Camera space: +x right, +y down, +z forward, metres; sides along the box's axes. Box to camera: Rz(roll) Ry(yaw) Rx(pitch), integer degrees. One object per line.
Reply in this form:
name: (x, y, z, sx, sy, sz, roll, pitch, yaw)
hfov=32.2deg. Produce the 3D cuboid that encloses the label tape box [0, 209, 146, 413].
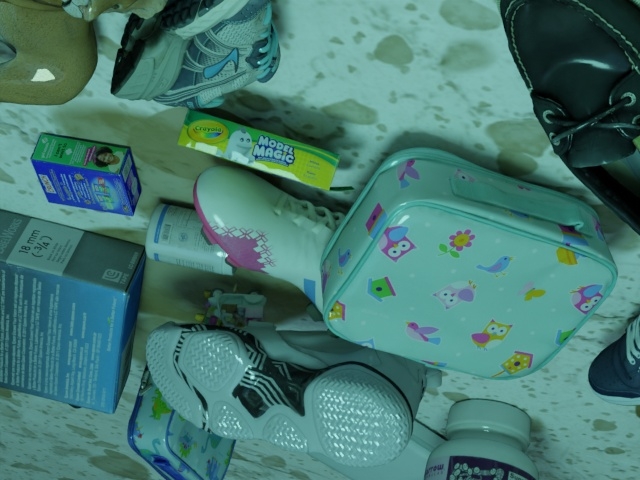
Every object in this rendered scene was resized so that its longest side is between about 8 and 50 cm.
label tape box: (-0.414, 0.083, 1.471, 0.334, 0.106, 0.240, 14, 129, -2)

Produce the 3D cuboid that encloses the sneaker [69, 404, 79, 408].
sneaker: (-0.388, 0.164, 1.686, 0.145, 0.090, 0.270, 24, 145, -15)

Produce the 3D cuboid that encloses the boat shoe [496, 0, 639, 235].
boat shoe: (0.250, -0.099, 0.949, 0.127, 0.113, 0.340, -7, 144, 33)

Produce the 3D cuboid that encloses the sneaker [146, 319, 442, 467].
sneaker: (-0.028, 0.165, 1.405, 0.366, 0.210, 0.137, 13, 111, 23)

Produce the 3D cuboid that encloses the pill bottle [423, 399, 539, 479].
pill bottle: (0.226, 0.391, 1.600, 0.169, 0.301, 0.169, 10, 150, 6)

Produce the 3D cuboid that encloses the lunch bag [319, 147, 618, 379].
lunch bag: (0.156, 0.027, 1.153, 0.279, 0.108, 0.224, 16, 127, -20)

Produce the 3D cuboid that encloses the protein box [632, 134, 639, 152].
protein box: (0.388, -0.038, 0.839, 0.201, 0.200, 0.136, -35, 131, 14)

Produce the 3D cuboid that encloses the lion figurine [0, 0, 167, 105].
lion figurine: (-0.254, -0.207, 0.986, 0.240, 0.142, 0.392, 11, 165, -11)

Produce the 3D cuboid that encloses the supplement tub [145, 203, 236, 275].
supplement tub: (-0.149, -0.001, 1.323, 0.107, 0.071, 0.071, 12, 150, 3)

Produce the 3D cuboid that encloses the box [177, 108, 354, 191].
box: (-0.051, -0.088, 1.118, 0.179, 0.043, 0.105, 19, -177, -6)

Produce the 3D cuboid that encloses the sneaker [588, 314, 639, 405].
sneaker: (0.383, 0.095, 1.235, 0.153, 0.099, 0.282, 27, 141, -31)

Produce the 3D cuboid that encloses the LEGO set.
LEGO set: (-0.123, 0.172, 1.567, 0.132, 0.107, 0.287, 6, 149, 13)

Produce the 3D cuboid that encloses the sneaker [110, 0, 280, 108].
sneaker: (-0.079, -0.195, 0.960, 0.122, 0.110, 0.283, 15, 159, -26)

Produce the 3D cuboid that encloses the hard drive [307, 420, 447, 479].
hard drive: (0.065, 0.324, 1.809, 0.233, 0.047, 0.353, -17, 138, 41)

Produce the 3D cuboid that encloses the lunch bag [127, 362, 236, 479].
lunch bag: (-0.211, 0.287, 1.730, 0.090, 0.176, 0.219, -1, 148, 23)

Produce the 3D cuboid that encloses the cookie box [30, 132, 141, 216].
cookie box: (-0.269, -0.075, 1.276, 0.107, 0.040, 0.092, 10, 150, 6)

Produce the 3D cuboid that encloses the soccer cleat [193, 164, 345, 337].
soccer cleat: (0.000, 0.000, 1.245, 0.143, 0.116, 0.331, -23, 139, 27)
